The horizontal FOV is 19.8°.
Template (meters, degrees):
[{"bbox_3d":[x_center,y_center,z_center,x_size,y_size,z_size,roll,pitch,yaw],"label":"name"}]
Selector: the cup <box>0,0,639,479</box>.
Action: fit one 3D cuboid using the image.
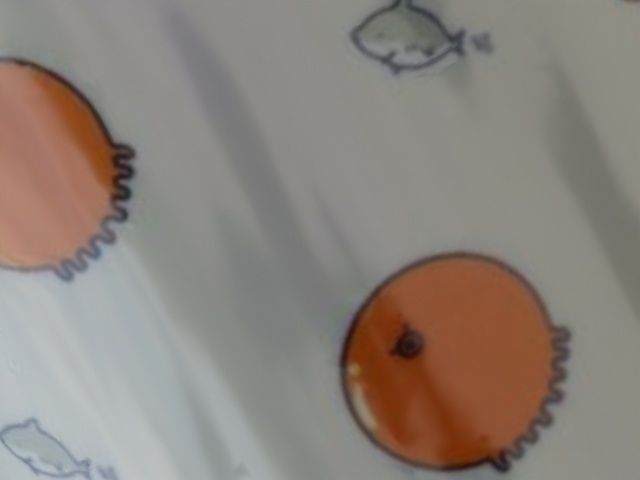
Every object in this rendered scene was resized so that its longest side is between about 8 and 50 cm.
[{"bbox_3d":[0.000,0.000,0.430,0.317,0.212,0.212,63,-144,-13],"label":"cup"}]
